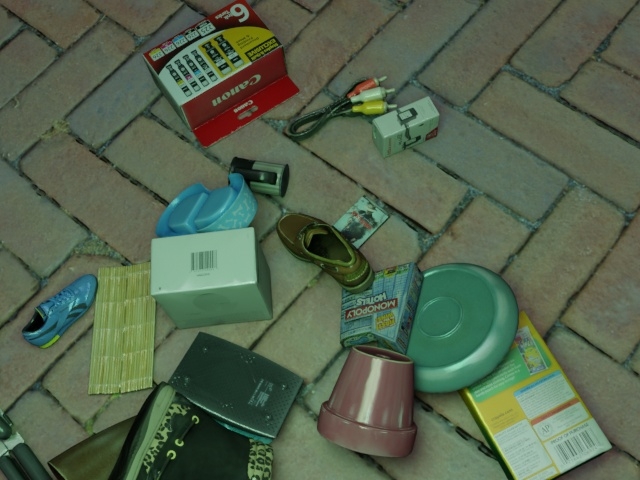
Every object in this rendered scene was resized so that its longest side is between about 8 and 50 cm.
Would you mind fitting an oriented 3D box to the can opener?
[{"bbox_3d":[-0.658,0.466,1.649,0.076,0.095,0.283,-42,68,-12],"label":"can opener"}]

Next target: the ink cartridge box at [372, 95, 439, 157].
[{"bbox_3d":[0.207,-0.274,1.890,0.150,0.109,0.063,-24,69,-5],"label":"ink cartridge box"}]

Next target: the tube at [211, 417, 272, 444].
[{"bbox_3d":[-0.201,0.380,1.668,0.080,0.052,0.207,-38,69,-22],"label":"tube"}]

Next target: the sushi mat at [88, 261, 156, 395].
[{"bbox_3d":[-0.455,0.199,1.792,0.151,0.019,0.316,-5,65,5],"label":"sushi mat"}]

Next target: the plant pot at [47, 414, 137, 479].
[{"bbox_3d":[-0.395,0.458,1.582,0.215,0.215,0.230,39,60,20],"label":"plant pot"}]

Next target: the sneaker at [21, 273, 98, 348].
[{"bbox_3d":[-0.602,0.154,1.790,0.069,0.082,0.209,30,71,30],"label":"sneaker"}]

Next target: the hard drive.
[{"bbox_3d":[-0.182,0.313,1.654,0.255,0.054,0.172,24,49,6],"label":"hard drive"}]

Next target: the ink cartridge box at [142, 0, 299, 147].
[{"bbox_3d":[-0.251,-0.434,2.002,0.309,0.130,0.272,-34,68,-10],"label":"ink cartridge box"}]

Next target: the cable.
[{"bbox_3d":[0.046,-0.347,1.962,0.287,0.072,0.139,-15,59,-1],"label":"cable"}]

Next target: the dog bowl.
[{"bbox_3d":[-0.258,-0.058,1.778,0.297,0.074,0.166,-9,45,46],"label":"dog bowl"}]

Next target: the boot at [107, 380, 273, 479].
[{"bbox_3d":[-0.254,0.481,1.459,0.284,0.138,0.377,30,42,-16],"label":"boot"}]

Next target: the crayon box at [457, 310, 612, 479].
[{"bbox_3d":[0.418,0.334,1.603,0.203,0.083,0.323,-25,66,-5],"label":"crayon box"}]

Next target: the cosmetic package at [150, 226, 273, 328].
[{"bbox_3d":[-0.234,0.088,1.707,0.224,0.224,0.138,-6,63,3],"label":"cosmetic package"}]

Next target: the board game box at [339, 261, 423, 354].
[{"bbox_3d":[0.125,0.159,1.668,0.194,0.060,0.194,-16,46,23],"label":"board game box"}]

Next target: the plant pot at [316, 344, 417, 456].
[{"bbox_3d":[0.107,0.313,1.552,0.201,0.201,0.180,13,92,12],"label":"plant pot"}]

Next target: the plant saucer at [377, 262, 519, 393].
[{"bbox_3d":[0.259,0.171,1.644,0.318,0.043,0.317,-19,46,21],"label":"plant saucer"}]

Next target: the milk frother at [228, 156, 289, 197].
[{"bbox_3d":[-0.158,-0.120,1.877,0.135,0.129,0.143,9,110,10],"label":"milk frother"}]

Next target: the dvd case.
[{"bbox_3d":[0.096,-0.044,1.849,0.087,0.013,0.119,40,74,21],"label":"dvd case"}]

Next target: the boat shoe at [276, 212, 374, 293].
[{"bbox_3d":[0.000,0.000,1.746,0.307,0.104,0.110,31,74,40],"label":"boat shoe"}]
